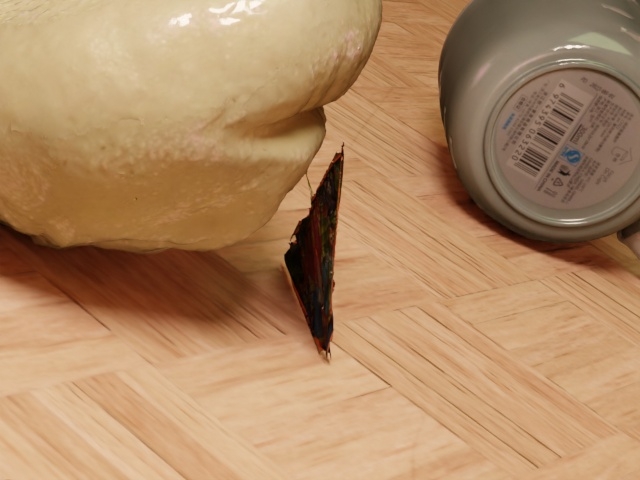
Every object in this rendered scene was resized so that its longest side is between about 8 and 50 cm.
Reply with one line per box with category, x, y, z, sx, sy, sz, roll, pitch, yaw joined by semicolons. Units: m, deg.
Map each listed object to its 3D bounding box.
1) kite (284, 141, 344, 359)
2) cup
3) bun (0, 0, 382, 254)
kite;0.000;0.000;1.223;0.014;0.241;0.183;-3;66;-12
cup;0.286;-0.105;1.731;0.357;0.259;0.274;53;16;-15
bun;-0.123;-0.111;1.179;0.365;0.219;0.365;-10;24;5
